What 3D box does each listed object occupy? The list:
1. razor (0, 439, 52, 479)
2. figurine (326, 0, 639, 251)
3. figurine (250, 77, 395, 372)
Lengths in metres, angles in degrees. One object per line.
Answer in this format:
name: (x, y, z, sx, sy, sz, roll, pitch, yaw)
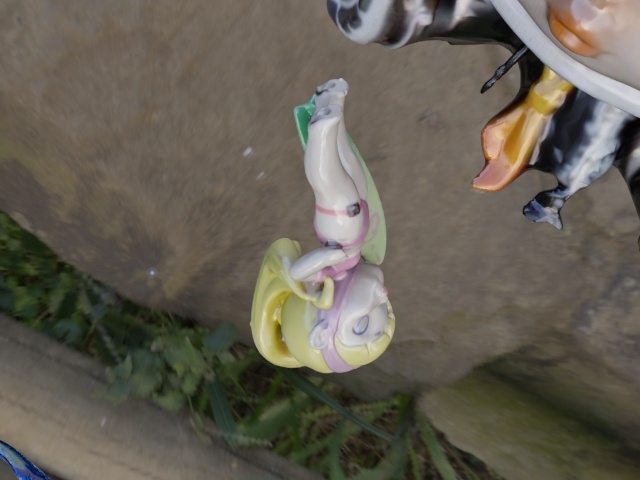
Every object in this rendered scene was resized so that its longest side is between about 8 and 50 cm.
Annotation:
razor: (-0.313, 0.153, 1.036, 0.324, 0.093, 0.056, 14, 75, 19)
figurine: (0.149, -0.140, 0.533, 0.320, 0.323, 0.196, 39, 60, 4)
figurine: (0.000, 0.000, 0.743, 0.083, 0.083, 0.187, -9, 131, -7)
